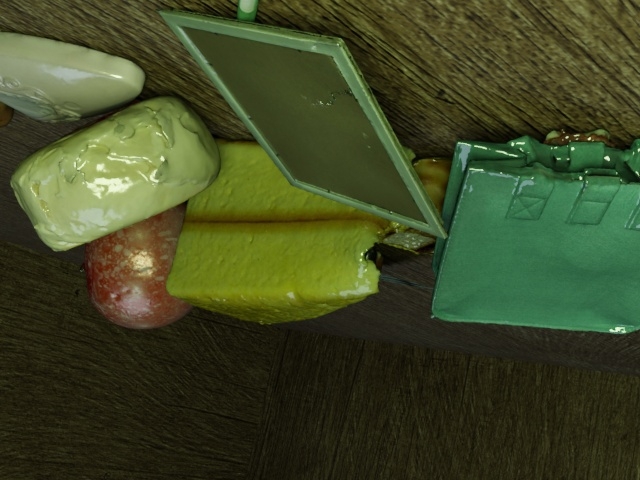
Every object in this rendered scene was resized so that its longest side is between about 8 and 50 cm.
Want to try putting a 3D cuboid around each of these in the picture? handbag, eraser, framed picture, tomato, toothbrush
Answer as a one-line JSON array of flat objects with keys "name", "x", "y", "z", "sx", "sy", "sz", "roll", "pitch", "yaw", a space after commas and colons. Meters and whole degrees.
[{"name": "handbag", "x": 0.264, "y": -0.009, "z": 0.898, "sx": 0.268, "sy": 0.100, "sz": 0.274, "roll": 3, "pitch": 141, "yaw": 3}, {"name": "eraser", "x": -0.317, "y": -0.187, "z": 0.981, "sx": 0.243, "sy": 0.059, "sz": 0.204, "roll": 6, "pitch": 166, "yaw": 29}, {"name": "framed picture", "x": -0.008, "y": -0.115, "z": 0.810, "sx": 0.231, "sy": 0.018, "sz": 0.293, "roll": 22, "pitch": 161, "yaw": 37}, {"name": "tomato", "x": -0.317, "y": 0.038, "z": 1.539, "sx": 0.227, "sy": 0.270, "sz": 0.270, "roll": 12, "pitch": 168, "yaw": 7}, {"name": "toothbrush", "x": -0.073, "y": -0.196, "z": 0.766, "sx": 0.018, "sy": 0.024, "sz": 0.257, "roll": 14, "pitch": 167, "yaw": -7}]

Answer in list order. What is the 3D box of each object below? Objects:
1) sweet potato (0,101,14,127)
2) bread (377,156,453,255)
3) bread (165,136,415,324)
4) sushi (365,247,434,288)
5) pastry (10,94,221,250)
[{"name": "sweet potato", "x": -0.470, "y": -0.192, "z": 1.145, "sx": 0.078, "sy": 0.058, "sz": 0.255, "roll": 35, "pitch": 164, "yaw": -19}, {"name": "bread", "x": 0.163, "y": -0.036, "z": 1.076, "sx": 0.181, "sy": 0.096, "sz": 0.222, "roll": 13, "pitch": 169, "yaw": -10}, {"name": "bread", "x": 0.000, "y": 0.000, "z": 1.093, "sx": 0.361, "sy": 0.233, "sz": 0.245, "roll": 3, "pitch": 165, "yaw": 37}, {"name": "sushi", "x": 0.039, "y": 0.014, "z": 1.572, "sx": 0.339, "sy": 0.069, "sz": 0.320, "roll": 16, "pitch": 176, "yaw": -16}, {"name": "pastry", "x": -0.249, "y": -0.084, "z": 0.996, "sx": 0.265, "sy": 0.133, "sz": 0.265, "roll": -22, "pitch": -165, "yaw": 6}]
